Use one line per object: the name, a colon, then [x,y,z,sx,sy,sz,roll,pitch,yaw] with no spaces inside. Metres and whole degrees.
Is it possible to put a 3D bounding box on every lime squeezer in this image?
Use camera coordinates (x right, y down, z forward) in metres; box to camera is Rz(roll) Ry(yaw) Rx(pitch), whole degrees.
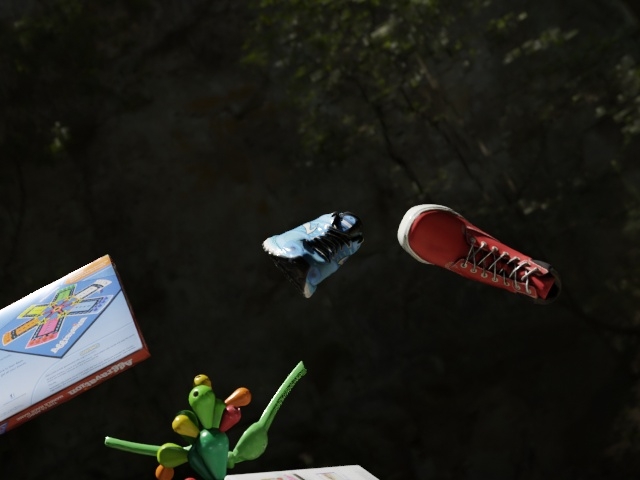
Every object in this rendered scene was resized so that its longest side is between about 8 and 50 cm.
lime squeezer: [-0.148,0.276,1.701,0.310,0.110,0.059,-20,-13,-11]

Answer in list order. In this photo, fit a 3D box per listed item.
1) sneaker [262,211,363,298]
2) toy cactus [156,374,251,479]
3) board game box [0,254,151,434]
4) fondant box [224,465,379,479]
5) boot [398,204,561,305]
sneaker: [0.000,0.000,1.067,0.073,0.063,0.162,-40,2,15]
toy cactus: [-0.114,0.264,1.341,0.112,0.180,0.219,-7,-48,-29]
board game box: [-0.347,0.139,1.377,0.281,0.145,0.027,-27,-33,0]
fondant box: [0.049,0.325,1.144,0.096,0.238,0.330,-60,-24,3]
boot: [0.241,0.025,1.719,0.244,0.176,0.088,21,-86,-41]
